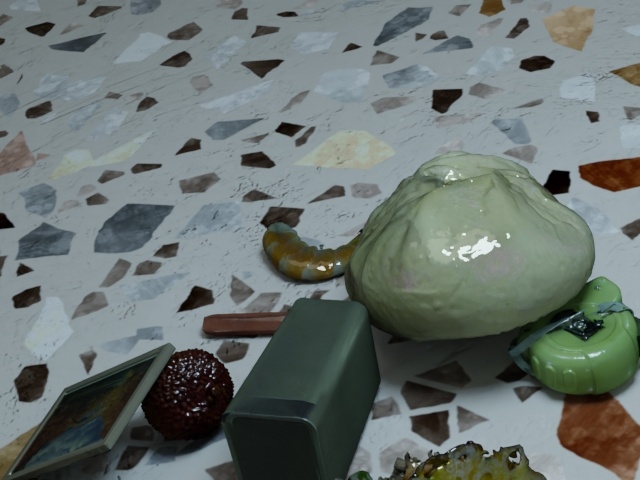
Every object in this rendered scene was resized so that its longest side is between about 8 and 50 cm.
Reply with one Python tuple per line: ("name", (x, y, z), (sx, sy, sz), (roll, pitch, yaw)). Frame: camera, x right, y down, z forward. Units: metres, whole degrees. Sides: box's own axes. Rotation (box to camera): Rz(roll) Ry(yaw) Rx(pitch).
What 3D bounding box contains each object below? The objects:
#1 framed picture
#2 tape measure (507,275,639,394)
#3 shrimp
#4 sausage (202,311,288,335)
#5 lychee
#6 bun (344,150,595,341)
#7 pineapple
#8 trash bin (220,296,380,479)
("framed picture", (-0.307, 0.231, 1.858), (0.250, 0.016, 0.184), (-25, 25, 43))
("tape measure", (0.339, 0.130, 1.834), (0.177, 0.087, 0.154), (-28, 37, -17))
("shrimp", (0.000, 0.000, 2.167), (0.166, 0.049, 0.161), (-24, 39, -17))
("sausage", (-0.101, 0.120, 2.043), (0.147, 0.035, 0.030), (-4, 68, 15))
("lychee", (-0.181, 0.205, 1.874), (0.129, 0.123, 0.123), (-11, 33, 24))
("bun", (0.186, 0.000, 1.904), (0.361, 0.213, 0.361), (-19, 13, 5))
("pineapple", (0.104, 0.324, 1.572), (0.262, 0.262, 0.271), (-28, 14, -20))
("trash bin", (-0.014, 0.205, 1.788), (0.122, 0.164, 0.240), (3, 35, 21))
